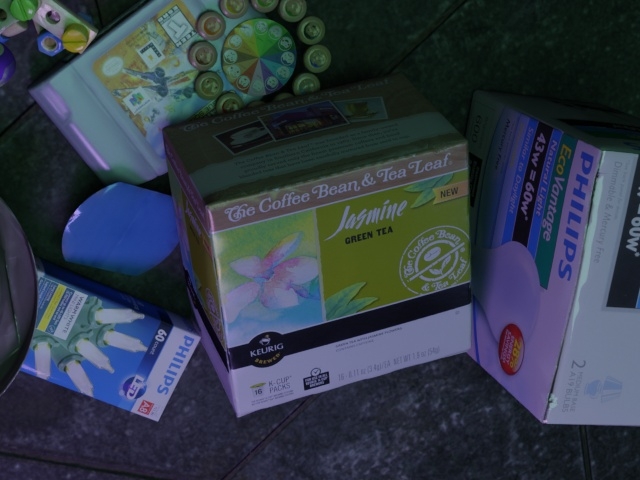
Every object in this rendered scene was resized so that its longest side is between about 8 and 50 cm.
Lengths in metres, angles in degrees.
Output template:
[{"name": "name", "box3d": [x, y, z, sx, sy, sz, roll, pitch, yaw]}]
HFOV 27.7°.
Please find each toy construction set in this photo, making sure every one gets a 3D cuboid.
[{"name": "toy construction set", "box3d": [-0.412, -0.332, 1.468, 0.215, 0.151, 0.328, -20, 106, 15]}]

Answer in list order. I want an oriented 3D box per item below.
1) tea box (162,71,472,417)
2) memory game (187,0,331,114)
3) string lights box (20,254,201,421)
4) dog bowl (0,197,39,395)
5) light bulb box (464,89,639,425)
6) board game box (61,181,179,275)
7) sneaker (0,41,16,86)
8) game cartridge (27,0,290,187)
[{"name": "tea box", "box3d": [0.000, 0.000, 1.642, 0.329, 0.220, 0.324, -15, 124, -13]}, {"name": "memory game", "box3d": [-0.076, -0.231, 1.632, 0.186, 0.012, 0.186, -6, 109, -17]}, {"name": "string lights box", "box3d": [-0.304, 0.124, 1.690, 0.259, 0.077, 0.133, 24, 97, -23]}, {"name": "dog bowl", "box3d": [-0.501, 0.056, 1.544, 0.348, 0.102, 0.349, 0, 97, -3]}, {"name": "light bulb box", "box3d": [0.341, 0.014, 1.714, 0.225, 0.361, 0.358, 4, 105, -20]}, {"name": "board game box", "box3d": [-0.256, -0.023, 1.675, 0.168, 0.033, 0.133, 15, 119, -42]}, {"name": "sneaker", "box3d": [-0.461, -0.258, 1.379, 0.293, 0.102, 0.146, 20, 123, -4]}, {"name": "game cartridge", "box3d": [-0.192, -0.205, 1.637, 0.297, 0.062, 0.198, -38, 110, -4]}]
